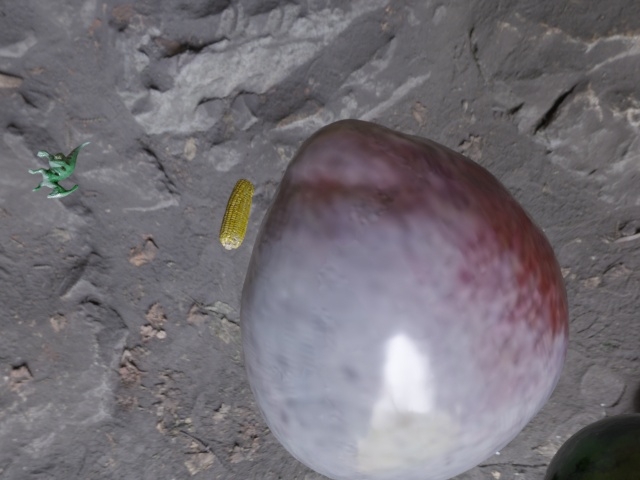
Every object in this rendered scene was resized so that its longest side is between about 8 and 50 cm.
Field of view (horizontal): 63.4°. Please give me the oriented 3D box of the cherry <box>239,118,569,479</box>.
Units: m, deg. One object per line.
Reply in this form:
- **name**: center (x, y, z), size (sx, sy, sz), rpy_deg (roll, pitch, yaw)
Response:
- **cherry**: center (0.063, 0.073, 0.504), size (0.326, 0.334, 0.291), rpy_deg (-48, 43, 9)

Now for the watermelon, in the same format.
- **watermelon**: center (0.571, 0.475, 0.898), size (0.362, 0.363, 0.364), rpy_deg (-1, 71, 4)

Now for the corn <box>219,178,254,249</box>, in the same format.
- **corn**: center (-0.218, -0.070, 1.358), size (0.067, 0.067, 0.207), rpy_deg (7, 63, 7)

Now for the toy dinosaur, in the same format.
- **toy dinosaur**: center (-0.277, -0.079, 0.566), size (0.083, 0.021, 0.062), rpy_deg (-36, 66, -27)
